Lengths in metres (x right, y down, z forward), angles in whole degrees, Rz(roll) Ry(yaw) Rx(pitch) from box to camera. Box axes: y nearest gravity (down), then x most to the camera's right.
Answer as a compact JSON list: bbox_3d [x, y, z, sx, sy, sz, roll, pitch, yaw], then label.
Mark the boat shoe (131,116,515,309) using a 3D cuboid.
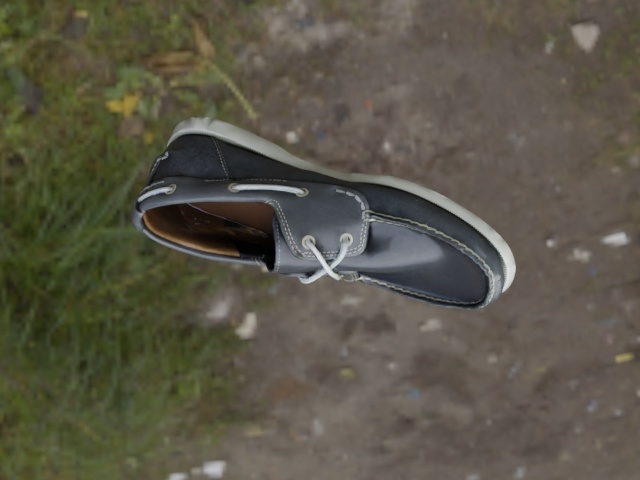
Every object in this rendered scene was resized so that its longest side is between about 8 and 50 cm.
[{"bbox_3d":[0.000,0.000,0.909,0.233,0.079,0.084,18,135,12],"label":"boat shoe"}]
